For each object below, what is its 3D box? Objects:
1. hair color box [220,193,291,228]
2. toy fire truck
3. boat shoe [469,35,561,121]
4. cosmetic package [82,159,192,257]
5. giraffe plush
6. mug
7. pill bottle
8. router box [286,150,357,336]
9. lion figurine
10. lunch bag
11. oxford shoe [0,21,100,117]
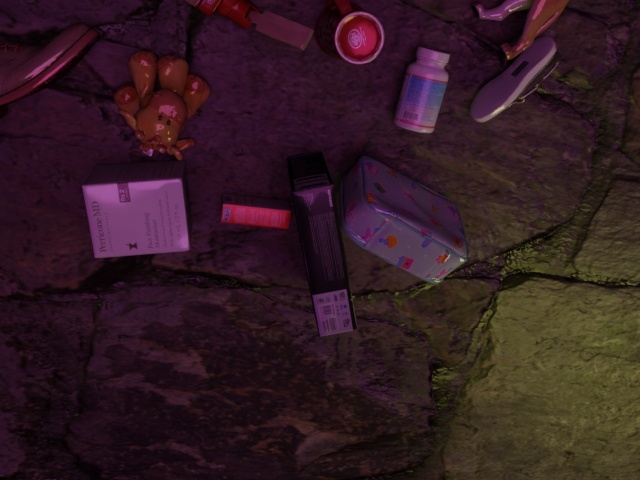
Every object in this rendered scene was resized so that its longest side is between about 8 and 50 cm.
[{"bbox_3d":[-0.137,-0.062,1.408,0.141,0.072,0.043,6,110,-11],"label":"hair color box"},{"bbox_3d":[-0.113,-0.475,1.216,0.246,0.158,0.217,30,104,-31],"label":"toy fire truck"},{"bbox_3d":[0.408,-0.318,1.389,0.219,0.077,0.070,-43,134,10],"label":"boat shoe"},{"bbox_3d":[-0.354,-0.066,1.327,0.184,0.151,0.151,-6,111,-7],"label":"cosmetic package"},{"bbox_3d":[-0.303,-0.236,1.257,0.182,0.170,0.210,9,110,-13],"label":"giraffe plush"},{"bbox_3d":[0.042,-0.395,1.249,0.150,0.169,0.113,36,103,-21],"label":"mug"},{"bbox_3d":[0.207,-0.304,1.357,0.087,0.087,0.160,10,110,-13],"label":"pill bottle"},{"bbox_3d":[0.000,0.000,1.361,0.081,0.243,0.308,-11,114,-2],"label":"router box"},{"bbox_3d":[0.394,-0.536,1.259,0.240,0.142,0.392,-30,135,4],"label":"lion figurine"},{"bbox_3d":[0.170,-0.045,1.383,0.279,0.224,0.108,27,122,-22],"label":"lunch bag"},{"bbox_3d":[-0.567,-0.314,1.213,0.348,0.123,0.130,-31,108,3],"label":"oxford shoe"}]
